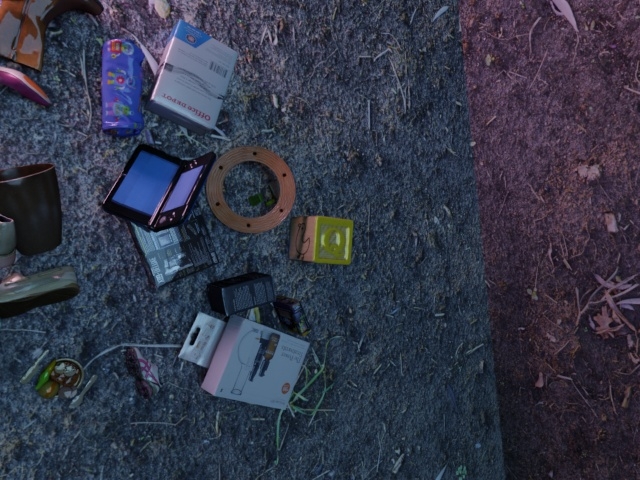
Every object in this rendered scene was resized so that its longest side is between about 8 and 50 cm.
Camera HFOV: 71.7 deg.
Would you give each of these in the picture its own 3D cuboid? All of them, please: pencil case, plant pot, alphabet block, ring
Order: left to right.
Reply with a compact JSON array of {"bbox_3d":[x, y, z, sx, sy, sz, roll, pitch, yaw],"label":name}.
[{"bbox_3d":[-0.843,-0.082,1.270,0.216,0.215,0.230,-23,119,-32],"label":"plant pot"},{"bbox_3d":[-0.636,-0.491,1.437,0.133,0.119,0.305,1,91,-16],"label":"pencil case"},{"bbox_3d":[-0.264,-0.194,1.695,0.337,0.032,0.336,0,88,-11],"label":"ring"},{"bbox_3d":[0.000,0.000,1.837,0.194,0.197,0.192,3,88,-34],"label":"alphabet block"}]

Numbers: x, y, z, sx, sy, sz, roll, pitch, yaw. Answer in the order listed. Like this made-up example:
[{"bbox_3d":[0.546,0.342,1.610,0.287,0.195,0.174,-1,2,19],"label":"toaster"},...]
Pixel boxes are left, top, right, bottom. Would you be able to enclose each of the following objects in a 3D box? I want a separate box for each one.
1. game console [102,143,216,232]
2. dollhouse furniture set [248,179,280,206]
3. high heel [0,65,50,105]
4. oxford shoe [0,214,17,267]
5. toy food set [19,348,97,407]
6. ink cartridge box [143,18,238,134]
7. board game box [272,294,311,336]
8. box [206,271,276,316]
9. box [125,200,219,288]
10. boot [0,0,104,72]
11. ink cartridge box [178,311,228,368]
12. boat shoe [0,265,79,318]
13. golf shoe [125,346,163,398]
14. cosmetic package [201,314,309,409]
[{"bbox_3d":[-0.513,-0.191,1.427,0.173,0.250,0.292,40,53,-37],"label":"game console"},{"bbox_3d":[-0.215,-0.182,1.792,0.152,0.059,0.076,-37,104,-49],"label":"dollhouse furniture set"},{"bbox_3d":[-0.925,-0.452,1.282,0.117,0.082,0.244,-45,132,6],"label":"high heel"},{"bbox_3d":[-0.941,-0.084,1.132,0.397,0.140,0.146,28,109,1],"label":"oxford shoe"},{"bbox_3d":[-0.807,0.435,1.381,0.192,0.039,0.132,41,68,-28],"label":"toy food set"},{"bbox_3d":[-0.452,-0.562,1.558,0.223,0.129,0.307,22,78,-33],"label":"ink cartridge box"},{"bbox_3d":[-0.119,0.299,1.776,0.048,0.170,0.140,-30,106,-29],"label":"board game box"},{"bbox_3d":[-0.297,0.196,1.663,0.207,0.153,0.108,-14,99,-33],"label":"box"},{"bbox_3d":[-0.520,-0.016,1.551,0.243,0.077,0.307,-25,104,-31],"label":"box"},{"bbox_3d":[-0.817,-0.645,1.327,0.264,0.096,0.280,13,84,-34],"label":"boot"},{"bbox_3d":[-0.399,0.384,1.659,0.225,0.056,0.180,30,75,-27],"label":"ink cartridge box"},{"bbox_3d":[-0.881,0.149,1.300,0.303,0.109,0.098,-15,63,-22],"label":"boat shoe"},{"bbox_3d":[-0.603,0.442,1.516,0.086,0.068,0.185,-36,112,-57],"label":"golf shoe"},{"bbox_3d":[-0.234,0.473,1.702,0.377,0.098,0.284,32,75,-44],"label":"cosmetic package"}]
